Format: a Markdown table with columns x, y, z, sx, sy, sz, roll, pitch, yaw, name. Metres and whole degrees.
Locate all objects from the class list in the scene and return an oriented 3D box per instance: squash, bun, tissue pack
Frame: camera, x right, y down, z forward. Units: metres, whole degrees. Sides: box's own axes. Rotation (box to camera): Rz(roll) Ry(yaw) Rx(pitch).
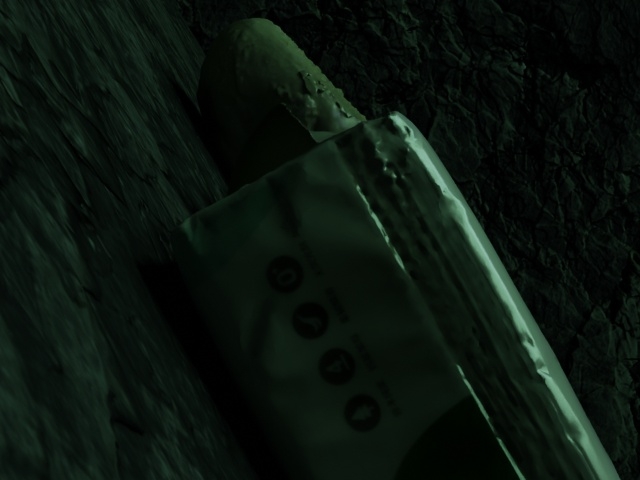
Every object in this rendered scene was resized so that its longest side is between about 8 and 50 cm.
| x | y | z | sx | sy | sz | roll | pitch | yaw | name |
| --- | --- | --- | --- | --- | --- | --- | --- | --- | --- |
| -0.010 | 0.010 | 1.218 | 0.237 | 0.204 | 0.155 | 53 | 20 | 3 | squash |
| -0.043 | -0.140 | 1.812 | 0.359 | 0.211 | 0.360 | 48 | 5 | -5 | bun |
| 0.062 | 0.110 | 0.871 | 0.356 | 0.194 | 0.266 | 61 | 1 | 1 | tissue pack |

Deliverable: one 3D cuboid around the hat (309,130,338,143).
| x | y | z | sx | sy | sz | roll | pitch | yaw | name |
| --- | --- | --- | --- | --- | --- | --- | --- | --- | --- |
| 0.006 | 0.004 | 1.328 | 0.275 | 0.161 | 0.232 | -126 | -152 | -43 | hat |
